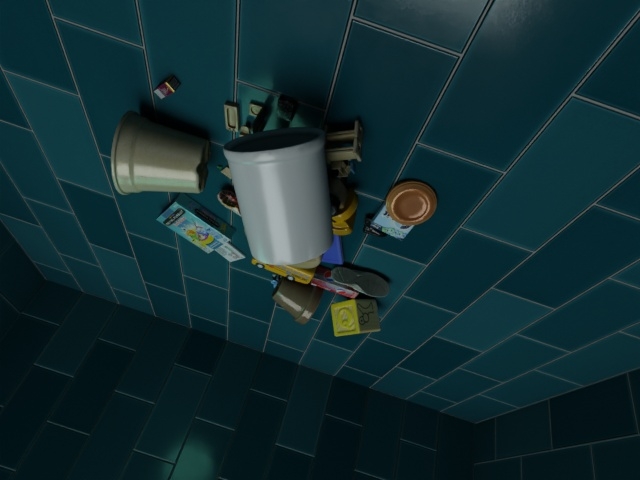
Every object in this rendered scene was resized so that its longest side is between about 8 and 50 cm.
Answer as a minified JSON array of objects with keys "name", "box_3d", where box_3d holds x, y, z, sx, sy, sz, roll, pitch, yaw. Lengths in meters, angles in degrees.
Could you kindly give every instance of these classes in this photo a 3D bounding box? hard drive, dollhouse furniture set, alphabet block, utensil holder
[{"name":"hard drive","box_3d":[0.000,0.000,2.005,0.210,0.040,0.319,8,144,15]},{"name":"dollhouse furniture set","box_3d":[0.100,-0.328,1.474,0.129,0.129,0.183,0,165,24]},{"name":"alphabet block","box_3d":[0.201,0.438,2.323,0.197,0.192,0.193,9,157,-44]},{"name":"dollhouse furniture set","box_3d":[-0.295,-0.422,1.493,0.151,0.123,0.144,16,145,3]},{"name":"utensil holder","box_3d":[-0.126,-0.154,1.375,0.327,0.327,0.386,3,117,21]}]

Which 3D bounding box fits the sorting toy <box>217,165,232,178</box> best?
[{"name":"sorting toy","box_3d":[-0.414,-0.308,1.797,0.083,0.012,0.062,36,146,-29]}]

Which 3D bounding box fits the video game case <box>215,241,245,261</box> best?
[{"name":"video game case","box_3d":[-0.530,0.063,2.343,0.143,0.019,0.157,-16,133,39]}]

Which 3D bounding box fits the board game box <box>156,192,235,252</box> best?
[{"name":"board game box","box_3d":[-0.659,-0.083,2.151,0.336,0.079,0.253,37,140,-25]}]

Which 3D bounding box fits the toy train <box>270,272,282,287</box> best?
[{"name":"toy train","box_3d":[-0.225,0.252,2.420,0.105,0.080,0.184,-4,138,14]}]

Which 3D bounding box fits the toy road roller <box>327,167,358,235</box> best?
[{"name":"toy road roller","box_3d":[0.006,-0.127,1.690,0.329,0.203,0.240,-12,136,33]}]

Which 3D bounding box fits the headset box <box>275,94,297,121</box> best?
[{"name":"headset box","box_3d":[-0.122,-0.463,1.441,0.062,0.032,0.083,19,146,-1]}]

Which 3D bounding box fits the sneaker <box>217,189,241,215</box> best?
[{"name":"sneaker","box_3d":[-0.391,-0.170,1.931,0.225,0.088,0.092,38,167,-33]}]

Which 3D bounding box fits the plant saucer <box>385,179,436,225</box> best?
[{"name":"plant saucer","box_3d":[0.357,-0.141,1.603,0.200,0.037,0.200,4,123,6]}]

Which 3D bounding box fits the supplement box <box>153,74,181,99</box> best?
[{"name":"supplement box","box_3d":[-0.559,-0.559,1.485,0.083,0.055,0.043,-10,136,35]}]

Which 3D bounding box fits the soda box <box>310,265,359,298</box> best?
[{"name":"soda box","box_3d":[0.085,0.228,2.230,0.263,0.092,0.083,19,146,-2]}]

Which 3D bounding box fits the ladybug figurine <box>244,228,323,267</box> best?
[{"name":"ladybug figurine","box_3d":[-0.153,-0.014,1.885,0.449,0.162,0.305,15,146,33]}]

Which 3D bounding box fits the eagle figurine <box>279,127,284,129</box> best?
[{"name":"eagle figurine","box_3d":[-0.199,-0.272,1.588,0.298,0.226,0.225,-21,90,34]}]

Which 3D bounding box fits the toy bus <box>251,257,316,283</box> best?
[{"name":"toy bus","box_3d":[-0.195,0.119,2.194,0.332,0.108,0.130,23,144,-7]}]

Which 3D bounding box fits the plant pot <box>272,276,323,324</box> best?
[{"name":"plant pot","box_3d":[-0.140,0.306,2.297,0.229,0.263,0.263,30,143,-11]}]

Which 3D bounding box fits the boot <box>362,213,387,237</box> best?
[{"name":"boot","box_3d":[0.246,-0.067,1.808,0.121,0.045,0.099,13,139,4]}]

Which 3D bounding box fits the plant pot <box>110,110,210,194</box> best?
[{"name":"plant pot","box_3d":[-0.618,-0.322,1.642,0.305,0.334,0.334,10,145,-7]}]

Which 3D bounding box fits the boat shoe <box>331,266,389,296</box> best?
[{"name":"boat shoe","box_3d":[0.210,0.212,2.155,0.320,0.118,0.103,15,-178,-1]}]

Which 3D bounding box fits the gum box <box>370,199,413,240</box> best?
[{"name":"gum box","box_3d":[0.320,-0.101,1.698,0.157,0.041,0.184,24,133,-9]}]
